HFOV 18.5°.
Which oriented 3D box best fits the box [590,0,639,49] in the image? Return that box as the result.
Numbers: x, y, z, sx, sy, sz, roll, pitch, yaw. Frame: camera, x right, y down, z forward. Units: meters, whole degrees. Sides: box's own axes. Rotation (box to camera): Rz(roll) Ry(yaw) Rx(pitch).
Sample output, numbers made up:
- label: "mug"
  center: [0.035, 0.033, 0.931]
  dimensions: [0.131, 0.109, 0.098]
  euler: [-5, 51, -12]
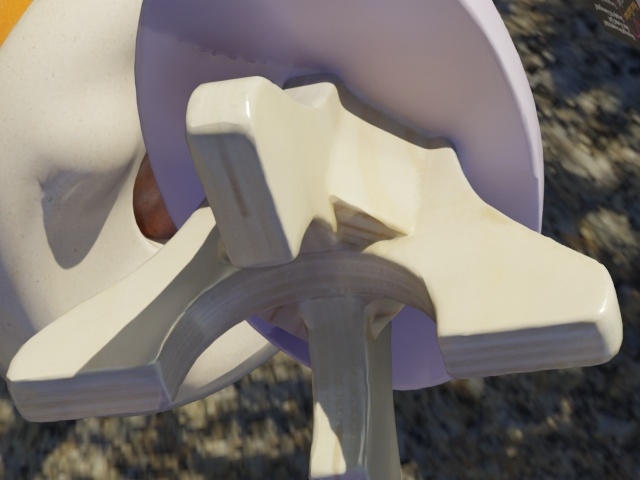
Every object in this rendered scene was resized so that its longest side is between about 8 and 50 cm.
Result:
- label: "box"
  center: [0.255, -0.215, 1.070]
  dimensions: [0.247, 0.163, 0.142]
  euler: [-28, 104, 3]

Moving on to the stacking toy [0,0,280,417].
- label: "stacking toy"
  center: [-0.205, -0.131, 1.311]
  dimensions: [0.350, 0.480, 0.350]
  euler: [-27, 133, -33]

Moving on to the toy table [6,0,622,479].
- label: "toy table"
  center: [0.000, 0.000, 0.836]
  dimensions: [0.252, 0.161, 0.274]
  euler: [-17, 125, 22]
